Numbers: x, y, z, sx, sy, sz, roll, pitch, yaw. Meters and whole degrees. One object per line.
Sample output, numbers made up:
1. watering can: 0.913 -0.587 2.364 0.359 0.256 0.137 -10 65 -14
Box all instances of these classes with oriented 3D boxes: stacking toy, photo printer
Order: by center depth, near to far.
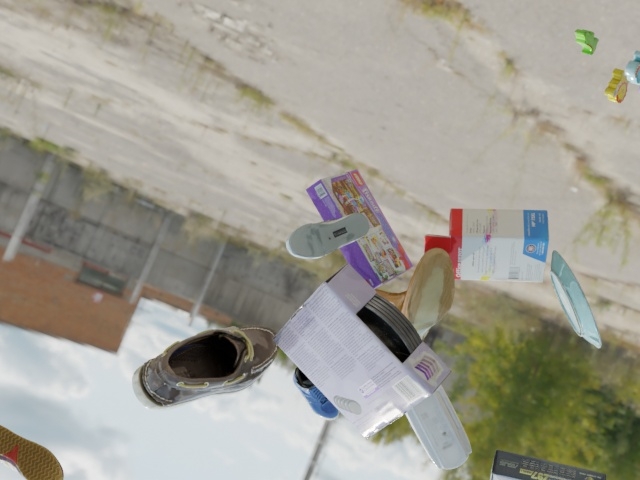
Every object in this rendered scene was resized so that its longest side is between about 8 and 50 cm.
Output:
1. stacking toy: 0.496 -0.248 1.467 0.167 0.052 0.221 26 180 37
2. photo printer: 0.245 0.377 2.306 0.256 0.107 0.307 62 -179 -15

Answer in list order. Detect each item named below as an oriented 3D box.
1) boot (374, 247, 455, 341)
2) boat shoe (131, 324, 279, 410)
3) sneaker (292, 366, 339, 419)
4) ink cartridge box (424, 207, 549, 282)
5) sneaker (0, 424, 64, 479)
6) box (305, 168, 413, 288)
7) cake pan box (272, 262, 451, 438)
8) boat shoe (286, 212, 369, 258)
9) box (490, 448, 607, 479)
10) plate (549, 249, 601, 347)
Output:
1. boot: 0.158 0.127 1.879 0.104 0.295 0.211 -4 -160 -27
2. boat shoe: -0.174 0.205 1.653 0.324 0.097 0.116 -11 -111 -50
3. sneaker: -0.011 0.367 2.322 0.152 0.058 0.084 48 158 21
4. ink cartridge box: 0.317 0.009 1.842 0.231 0.078 0.134 2 139 8
5. sneaker: -0.559 0.404 1.794 0.185 0.069 0.084 35 159 2
6. box: 0.100 -0.028 2.361 0.293 0.057 0.201 60 -149 5
7. cake pan box: 0.062 0.188 1.589 0.246 0.070 0.267 44 144 4
8. boat shoe: 0.000 0.000 1.760 0.183 0.065 0.083 -16 176 -36
9. box: 0.482 0.519 2.045 0.232 0.059 0.183 10 155 13
10. plate: 0.441 0.107 1.678 0.188 0.024 0.188 -25 -90 -87
